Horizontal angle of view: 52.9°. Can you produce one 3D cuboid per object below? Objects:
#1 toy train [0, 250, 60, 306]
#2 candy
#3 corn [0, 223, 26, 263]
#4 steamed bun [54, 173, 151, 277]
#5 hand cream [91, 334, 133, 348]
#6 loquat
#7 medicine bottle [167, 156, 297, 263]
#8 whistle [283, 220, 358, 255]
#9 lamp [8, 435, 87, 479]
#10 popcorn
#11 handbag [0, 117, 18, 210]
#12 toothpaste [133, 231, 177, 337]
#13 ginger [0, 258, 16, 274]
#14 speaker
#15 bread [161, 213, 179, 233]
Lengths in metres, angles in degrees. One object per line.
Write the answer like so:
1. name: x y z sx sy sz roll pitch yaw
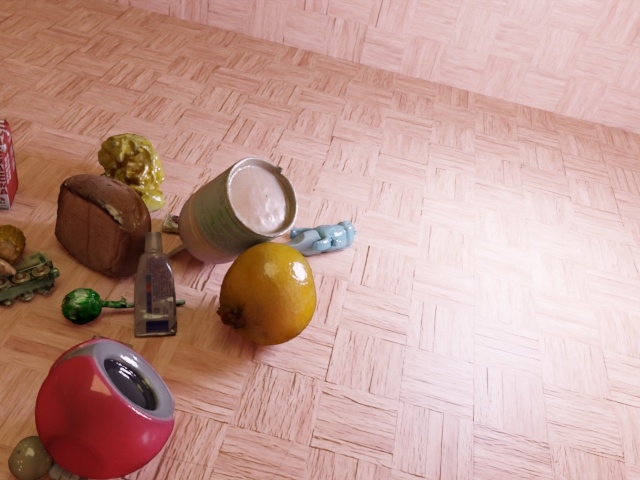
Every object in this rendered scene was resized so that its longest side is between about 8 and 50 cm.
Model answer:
1. toy train: -0.807 0.104 1.726 0.194 0.081 0.125 -21 40 -29
2. candy: -0.525 0.171 1.735 0.323 0.097 0.097 1 40 -27
3. corn: -0.853 0.009 1.750 0.097 0.097 0.261 -9 11 -24
4. steamed bun: -0.601 -0.054 1.854 0.301 0.251 0.199 32 32 16
5. hand cream: -0.535 0.265 1.650 0.102 0.022 0.035 18 34 -1
6. loquat: -0.148 0.146 1.715 0.274 0.275 0.275 8 40 -6
7. medicine bottle: -0.274 -0.059 1.863 0.235 0.406 0.236 16 62 -34
8. whistle: 0.000 0.000 2.060 0.274 0.093 0.186 -13 20 -24
9. lamp: -0.566 0.475 1.351 0.163 0.091 0.091 27 39 -7
10. popcorn: -0.604 -0.236 2.067 0.173 0.225 0.286 -20 48 -29
11. handbag: -1.006 -0.241 1.901 0.171 0.298 0.151 2 41 -13
12. toothpaste: -0.443 0.116 1.726 0.099 0.068 0.282 -6 80 14
13. ginger: -0.917 0.086 1.654 0.288 0.075 0.089 -12 40 10
14. speaker: -0.451 0.350 1.371 0.294 0.294 0.294 8 40 -6
15. bread: -0.457 -0.051 2.035 0.083 0.035 0.070 13 40 -4
